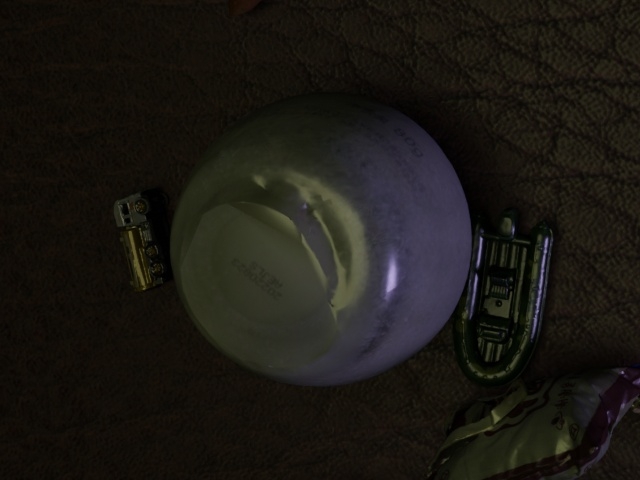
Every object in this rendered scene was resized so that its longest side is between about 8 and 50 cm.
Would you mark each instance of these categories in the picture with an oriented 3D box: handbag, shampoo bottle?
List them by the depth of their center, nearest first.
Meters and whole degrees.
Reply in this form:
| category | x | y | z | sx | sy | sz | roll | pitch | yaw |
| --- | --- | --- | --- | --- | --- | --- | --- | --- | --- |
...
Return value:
| category | x | y | z | sx | sy | sz | roll | pitch | yaw |
| --- | --- | --- | --- | --- | --- | --- | --- | --- | --- |
| handbag | 0.228 | 0.212 | 1.814 | 0.235 | 0.213 | 0.127 | -20 | 104 | 29 |
| shampoo bottle | 0.000 | 0.000 | 1.818 | 0.322 | 0.317 | 0.323 | 2 | 97 | 18 |

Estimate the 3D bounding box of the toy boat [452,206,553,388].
| category | x | y | z | sx | sy | sz | roll | pitch | yaw |
| --- | --- | --- | --- | --- | --- | --- | --- | --- | --- |
| toy boat | 0.205 | 0.065 | 1.897 | 0.104 | 0.052 | 0.210 | 11 | 100 | 15 |

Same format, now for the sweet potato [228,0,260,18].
| category | x | y | z | sx | sy | sz | roll | pitch | yaw |
| --- | --- | --- | --- | --- | --- | --- | --- | --- | --- |
| sweet potato | -0.054 | -0.347 | 1.926 | 0.068 | 0.060 | 0.206 | 43 | 101 | 18 |

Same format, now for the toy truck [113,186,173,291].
| category | x | y | z | sx | sy | sz | roll | pitch | yaw |
| --- | --- | --- | --- | --- | --- | --- | --- | --- | --- |
| toy truck | -0.214 | 0.000 | 2.034 | 0.062 | 0.052 | 0.123 | -11 | 95 | 27 |

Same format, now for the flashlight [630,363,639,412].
| category | x | y | z | sx | sy | sz | roll | pitch | yaw |
| --- | --- | --- | --- | --- | --- | --- | --- | --- | --- |
| flashlight | 0.380 | 0.197 | 1.863 | 0.121 | 0.035 | 0.057 | 44 | 108 | 9 |
